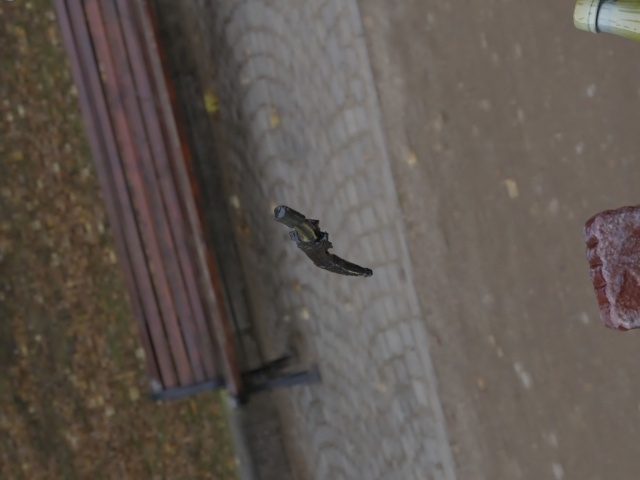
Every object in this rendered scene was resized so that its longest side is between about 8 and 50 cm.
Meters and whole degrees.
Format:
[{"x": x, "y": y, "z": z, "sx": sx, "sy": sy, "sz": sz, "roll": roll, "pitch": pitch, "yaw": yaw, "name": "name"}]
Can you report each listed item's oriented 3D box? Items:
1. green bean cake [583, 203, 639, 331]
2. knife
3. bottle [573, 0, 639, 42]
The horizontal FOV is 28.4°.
[{"x": 0.359, "y": 0.025, "z": 1.367, "sx": 0.056, "sy": 0.135, "sz": 0.136, "roll": 124, "pitch": 136, "yaw": -82, "name": "green bean cake"}, {"x": -0.006, "y": 0.000, "z": 1.114, "sx": 0.222, "sy": 0.045, "sz": 0.021, "roll": 40, "pitch": -127, "yaw": -65, "name": "knife"}, {"x": 0.372, "y": -0.197, "z": 1.193, "sx": 0.269, "sy": 0.083, "sz": 0.083, "roll": 15, "pitch": 129, "yaw": 27, "name": "bottle"}]
